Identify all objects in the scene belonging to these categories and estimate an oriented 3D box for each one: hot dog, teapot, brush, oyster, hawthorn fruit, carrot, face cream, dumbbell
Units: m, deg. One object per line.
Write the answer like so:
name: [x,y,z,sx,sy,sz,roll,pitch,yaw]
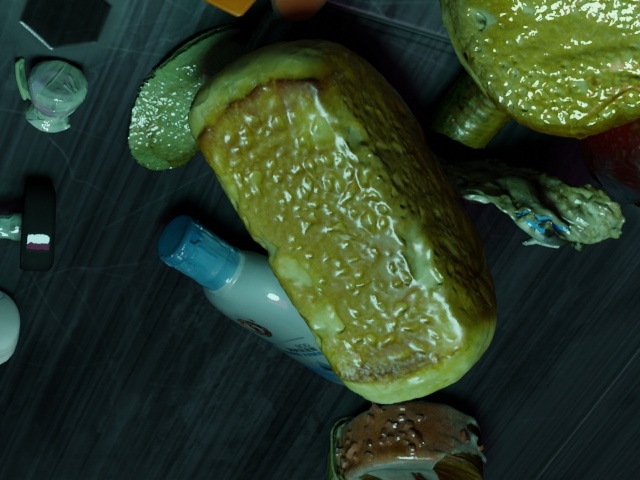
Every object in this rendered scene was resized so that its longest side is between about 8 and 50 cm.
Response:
hot dog: [0.039,-0.036,1.687,0.185,0.223,0.405,-27,100,24]
teapot: [-0.295,-0.158,1.691,0.083,0.064,0.064,33,135,4]
brush: [-0.005,-0.306,1.608,0.070,0.051,0.323,12,127,-30]
oyster: [0.216,-0.051,1.805,0.223,0.214,0.083,21,88,-15]
hawthorn fruit: [0.388,-0.156,1.718,0.210,0.266,0.230,14,179,24]
carrot: [0.194,-0.169,1.747,0.082,0.082,0.173,20,123,-26]
face cream: [-0.056,0.075,1.895,0.337,0.080,0.163,36,161,-35]
dumbbell: [-0.396,-0.017,1.770,0.191,0.100,0.100,2,132,-13]

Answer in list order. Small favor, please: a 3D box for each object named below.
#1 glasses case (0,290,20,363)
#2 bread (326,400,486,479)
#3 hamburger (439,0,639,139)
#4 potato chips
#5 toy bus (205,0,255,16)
glasses case: [-0.503,0.091,1.844,0.297,0.113,0.075,7,130,-16]
bread: [0.122,0.308,2.137,0.224,0.142,0.212,16,145,-22]
hamburger: [0.258,-0.265,1.561,0.290,0.170,0.314,-12,96,11]
potato chips: [-0.136,-0.152,1.744,0.142,0.026,0.209,6,129,-11]
toy bus: [-0.181,-0.345,1.466,0.329,0.153,0.143,25,126,-29]
